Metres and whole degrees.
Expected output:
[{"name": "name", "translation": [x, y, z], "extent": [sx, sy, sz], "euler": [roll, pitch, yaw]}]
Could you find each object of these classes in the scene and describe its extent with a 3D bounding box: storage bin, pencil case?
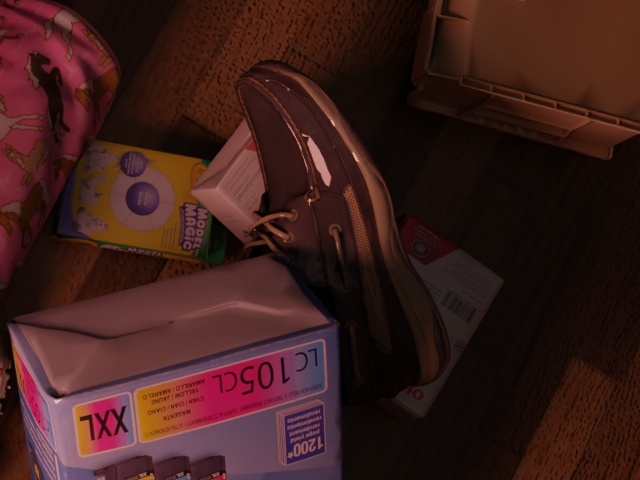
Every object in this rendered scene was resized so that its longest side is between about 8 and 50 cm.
[{"name": "storage bin", "translation": [0.236, -0.251, 1.937], "extent": [0.260, 0.123, 0.262], "euler": [14, 79, -14]}, {"name": "pencil case", "translation": [-0.317, -0.054, 1.660], "extent": [0.160, 0.167, 0.386], "euler": [10, 55, 15]}]

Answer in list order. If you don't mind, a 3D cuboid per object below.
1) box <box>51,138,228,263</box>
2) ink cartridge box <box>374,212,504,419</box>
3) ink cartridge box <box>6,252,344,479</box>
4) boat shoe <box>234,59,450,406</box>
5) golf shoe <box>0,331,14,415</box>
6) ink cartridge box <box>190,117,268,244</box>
[{"name": "box", "translation": [-0.174, -0.038, 1.824], "extent": [0.179, 0.043, 0.105], "euler": [10, 79, -18]}, {"name": "ink cartridge box", "translation": [0.087, 0.081, 1.871], "extent": [0.127, 0.072, 0.175], "euler": [35, 74, -10]}, {"name": "ink cartridge box", "translation": [-0.121, 0.236, 1.685], "extent": [0.270, 0.151, 0.395], "euler": [-14, 125, -18]}, {"name": "boat shoe", "translation": [0.000, 0.000, 1.731], "extent": [0.130, 0.132, 0.355], "euler": [-30, 97, -21]}, {"name": "golf shoe", "translation": [-0.350, 0.168, 1.729], "extent": [0.086, 0.067, 0.186], "euler": [22, 77, -12]}, {"name": "ink cartridge box", "translation": [-0.020, -0.029, 1.835], "extent": [0.198, 0.067, 0.115], "euler": [43, 68, -21]}]
